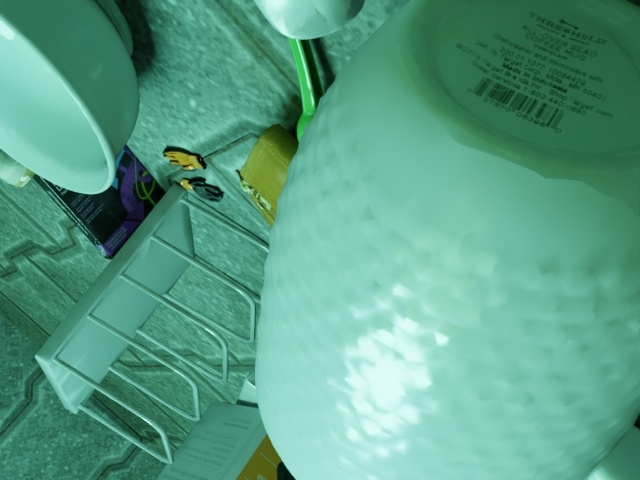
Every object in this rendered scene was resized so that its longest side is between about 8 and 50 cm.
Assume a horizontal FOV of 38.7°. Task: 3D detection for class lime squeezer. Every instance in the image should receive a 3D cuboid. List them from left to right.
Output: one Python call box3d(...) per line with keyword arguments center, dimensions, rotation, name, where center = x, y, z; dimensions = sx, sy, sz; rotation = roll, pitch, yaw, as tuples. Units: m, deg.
box3d(center=(0.051, -0.085, 0.791), dimensions=(0.310, 0.059, 0.110), rotation=(44, 122, -10), name="lime squeezer")

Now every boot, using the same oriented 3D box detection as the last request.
box3d(center=(-0.001, 0.000, 0.954), dimensions=(0.211, 0.104, 0.295), rotation=(45, 160, 10), name="boot")

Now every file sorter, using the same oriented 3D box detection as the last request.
box3d(center=(-0.189, 0.113, 1.165), dimensions=(0.173, 0.277, 0.192), rotation=(29, 154, 10), name="file sorter")

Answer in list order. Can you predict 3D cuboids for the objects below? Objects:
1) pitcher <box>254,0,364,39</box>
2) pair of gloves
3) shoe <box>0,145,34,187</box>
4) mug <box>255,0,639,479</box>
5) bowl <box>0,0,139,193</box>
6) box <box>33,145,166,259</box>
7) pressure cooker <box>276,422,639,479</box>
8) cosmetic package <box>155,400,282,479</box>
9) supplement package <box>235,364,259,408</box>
box3d(center=(-0.024, -0.240, 0.549), dimensions=(0.177, 0.125, 0.207), rotation=(52, 167, 6), name="pitcher")
box3d(center=(-0.155, -0.078, 1.102), dimensions=(0.074, 0.010, 0.083), rotation=(16, 148, 39), name="pair of gloves")
box3d(center=(-0.392, -0.158, 1.105), dimensions=(0.076, 0.058, 0.219), rotation=(-48, 49, 31), name="shoe")
box3d(center=(0.139, 0.036, 0.580), dimensions=(0.374, 0.276, 0.328), rotation=(38, 144, 22), name="mug")
box3d(center=(-0.288, -0.198, 0.931), dimensions=(0.298, 0.134, 0.297), rotation=(31, 154, 17), name="bowl")
box3d(center=(-0.279, -0.072, 1.153), dimensions=(0.029, 0.116, 0.162), rotation=(1, 137, 49), name="box")
box3d(center=(0.137, 0.298, 0.879), dimensions=(0.370, 0.420, 0.375), rotation=(-2, 157, -5), name="pressure cooker")
box3d(center=(-0.151, 0.445, 1.101), dimensions=(0.230, 0.453, 0.162), rotation=(46, 154, -21), name="cosmetic package")
box3d(center=(0.009, 0.207, 1.199), dimensions=(0.194, 0.149, 0.203), rotation=(35, 155, 5), name="supplement package")
